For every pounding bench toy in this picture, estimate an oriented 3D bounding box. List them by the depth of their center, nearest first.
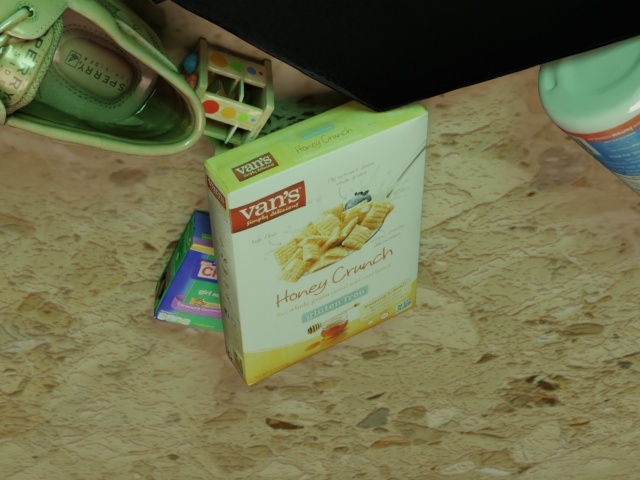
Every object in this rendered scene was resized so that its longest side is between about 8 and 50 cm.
[{"bbox_3d":[-0.082,-0.097,0.985,0.065,0.052,0.083,15,136,-22],"label":"pounding bench toy"}]

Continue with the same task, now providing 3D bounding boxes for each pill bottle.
[{"bbox_3d":[0.272,-0.084,0.981,0.124,0.124,0.221,-34,132,30],"label":"pill bottle"}]

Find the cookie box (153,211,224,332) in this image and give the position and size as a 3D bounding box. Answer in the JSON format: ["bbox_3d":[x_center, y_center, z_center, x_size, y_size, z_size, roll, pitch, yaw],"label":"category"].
[{"bbox_3d":[-0.085,0.031,1.142,0.091,0.040,0.107,13,135,-19],"label":"cookie box"}]

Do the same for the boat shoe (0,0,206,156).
[{"bbox_3d":[-0.202,-0.134,0.811,0.341,0.110,0.122,14,111,-50],"label":"boat shoe"}]

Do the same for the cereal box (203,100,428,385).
[{"bbox_3d":[0.000,0.000,1.061,0.173,0.047,0.240,-24,144,-18],"label":"cereal box"}]

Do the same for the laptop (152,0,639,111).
[{"bbox_3d":[0.085,-0.271,0.746,0.382,0.236,0.408,-15,107,28],"label":"laptop"}]
